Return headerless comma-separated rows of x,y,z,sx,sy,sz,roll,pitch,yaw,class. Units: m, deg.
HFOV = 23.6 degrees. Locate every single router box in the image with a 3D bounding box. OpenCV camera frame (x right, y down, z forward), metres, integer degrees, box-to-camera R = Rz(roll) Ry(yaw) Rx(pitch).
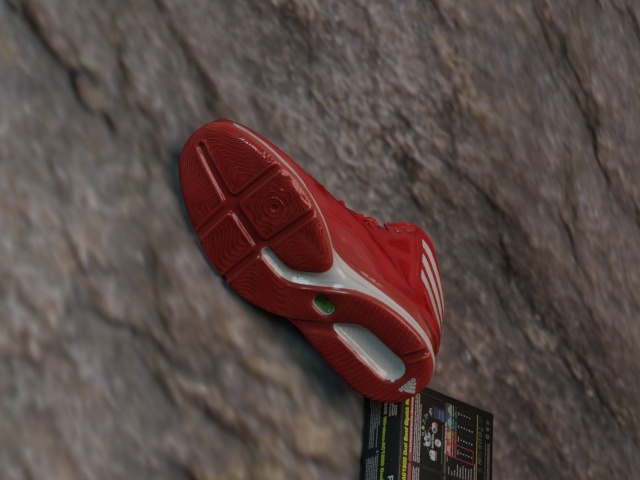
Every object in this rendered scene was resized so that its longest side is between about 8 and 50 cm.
0.072,0.164,1.036,0.092,0.038,0.122,26,56,-36,router box

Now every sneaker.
0.000,0.000,1.028,0.221,0.087,0.128,53,24,-8,sneaker
